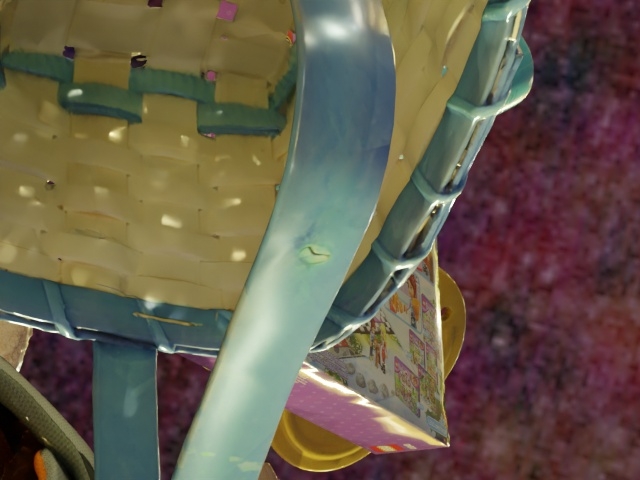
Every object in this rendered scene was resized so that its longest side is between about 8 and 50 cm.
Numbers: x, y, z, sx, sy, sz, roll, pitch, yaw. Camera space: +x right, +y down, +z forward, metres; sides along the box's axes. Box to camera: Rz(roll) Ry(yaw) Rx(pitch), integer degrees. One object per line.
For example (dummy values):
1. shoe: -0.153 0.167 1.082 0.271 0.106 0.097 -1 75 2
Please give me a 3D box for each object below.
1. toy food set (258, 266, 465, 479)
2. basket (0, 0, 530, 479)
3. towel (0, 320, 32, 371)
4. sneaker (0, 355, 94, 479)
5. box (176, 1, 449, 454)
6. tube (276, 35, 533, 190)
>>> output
1. toy food set: 0.004 0.093 1.183 0.218 0.071 0.128 -41 127 -12
2. basket: -0.043 -0.033 0.542 0.289 0.201 0.254 -105 -151 -45
3. towel: -0.389 0.099 1.359 0.049 0.282 0.187 72 30 -64
4. sneaker: -0.123 0.143 0.724 0.100 0.108 0.271 -47 118 -22
5. box: 0.000 0.000 0.953 0.293 0.057 0.201 38 47 -60
6. tube: 0.024 -0.054 0.795 0.207 0.080 0.052 -32 104 -40
